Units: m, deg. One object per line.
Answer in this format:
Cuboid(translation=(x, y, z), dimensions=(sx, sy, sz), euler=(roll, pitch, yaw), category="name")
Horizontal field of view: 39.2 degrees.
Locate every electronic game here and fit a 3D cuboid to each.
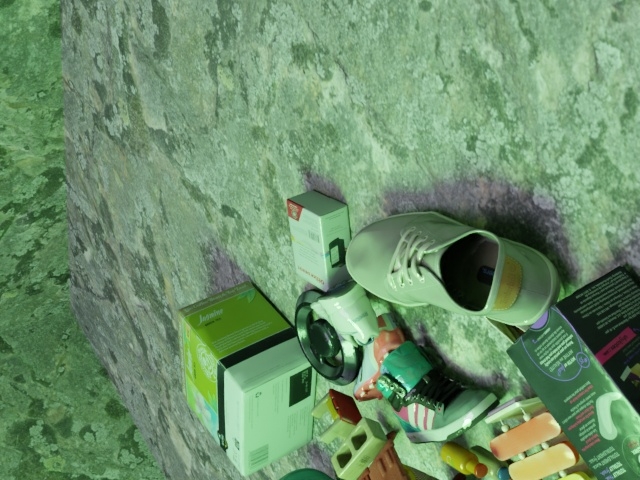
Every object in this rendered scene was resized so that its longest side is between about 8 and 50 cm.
Cuboid(translation=(0.013, 0.218, 2.013), dimensions=(0.229, 0.048, 0.229), euler=(36, 137, 43), category="electronic game")

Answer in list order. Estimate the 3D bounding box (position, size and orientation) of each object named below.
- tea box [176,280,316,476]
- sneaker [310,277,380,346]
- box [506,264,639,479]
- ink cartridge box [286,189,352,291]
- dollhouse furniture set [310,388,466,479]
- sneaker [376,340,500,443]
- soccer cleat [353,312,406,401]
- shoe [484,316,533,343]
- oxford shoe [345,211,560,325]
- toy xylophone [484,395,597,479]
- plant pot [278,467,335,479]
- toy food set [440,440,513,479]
Cuboid(translation=(-0.188, 0.344, 2.267), dimensions=(0.323, 0.219, 0.329), euler=(44, 143, 38), category="tea box")
Cuboid(translation=(0.054, 0.150, 1.757), dimensions=(0.129, 0.111, 0.297), euler=(60, 179, 4), category="sneaker")
Cuboid(translation=(0.409, 0.200, 1.216), dimensions=(0.270, 0.143, 0.165), euler=(57, 152, 19), category="box")
Cuboid(translation=(0.000, 0.000, 1.857), dimensions=(0.127, 0.072, 0.175), euler=(28, 133, 49), category="ink cartridge box")
Cuboid(translation=(0.143, 0.435, 1.792), dimensions=(0.152, 0.201, 0.374), euler=(-53, 29, 15), category="dollhouse furniture set")
Cuboid(translation=(0.200, 0.268, 1.660), dimensions=(0.178, 0.123, 0.295), euler=(56, 152, 2), category="sneaker")
Cuboid(translation=(0.117, 0.247, 1.838), dimensions=(0.248, 0.083, 0.095), euler=(108, 152, -52), category="soccer cleat")
Cuboid(translation=(0.341, 0.170, 1.403), dimensions=(0.219, 0.058, 0.077), euler=(49, 146, 32), category="shoe")
Cuboid(translation=(0.180, 0.035, 1.463), dimensions=(0.449, 0.130, 0.169), euler=(14, 91, 53), category="oxford shoe")
Cuboid(translation=(0.402, 0.375, 1.418), dimensions=(0.323, 0.081, 0.236), euler=(56, 149, 21), category="toy xylophone")
Cuboid(translation=(0.023, 0.703, 2.126), dimensions=(0.255, 0.271, 0.272), euler=(3, 112, 53), category="plant pot")
Cuboid(translation=(0.308, 0.455, 1.591), dimensions=(0.104, 0.111, 0.232), euler=(18, 131, 64), category="toy food set")
